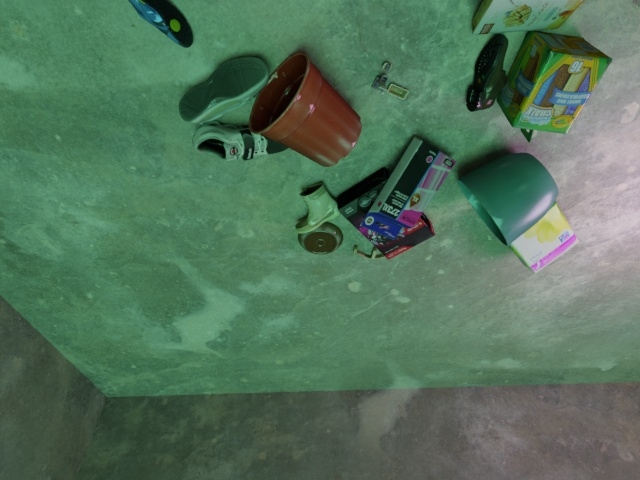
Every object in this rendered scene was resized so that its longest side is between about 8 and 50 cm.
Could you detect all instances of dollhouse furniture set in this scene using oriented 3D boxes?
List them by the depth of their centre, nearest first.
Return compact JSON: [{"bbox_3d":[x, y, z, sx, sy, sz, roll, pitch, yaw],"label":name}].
[{"bbox_3d":[0.229,-0.475,1.257,0.114,0.081,0.091,17,133,-16],"label":"dollhouse furniture set"}]

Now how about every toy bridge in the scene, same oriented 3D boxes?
[{"bbox_3d":[0.239,0.058,1.830,0.188,0.026,0.063,5,137,-4],"label":"toy bridge"}]

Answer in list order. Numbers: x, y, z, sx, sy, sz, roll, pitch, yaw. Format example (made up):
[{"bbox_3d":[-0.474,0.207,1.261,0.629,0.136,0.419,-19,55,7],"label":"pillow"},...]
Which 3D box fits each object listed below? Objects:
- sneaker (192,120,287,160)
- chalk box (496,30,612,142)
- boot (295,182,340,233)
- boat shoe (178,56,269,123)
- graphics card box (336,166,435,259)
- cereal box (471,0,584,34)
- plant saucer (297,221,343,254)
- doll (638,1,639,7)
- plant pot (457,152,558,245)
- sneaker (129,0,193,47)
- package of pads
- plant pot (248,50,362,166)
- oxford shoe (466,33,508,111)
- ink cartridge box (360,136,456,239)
[{"bbox_3d":[-0.265,-0.318,1.380,0.331,0.146,0.122,1,134,-2],"label":"sneaker"},{"bbox_3d":[0.661,-0.439,1.219,0.179,0.180,0.289,6,134,-6],"label":"chalk box"},{"bbox_3d":[-0.041,-0.127,1.614,0.213,0.077,0.165,-27,130,18],"label":"boot"},{"bbox_3d":[-0.292,-0.459,1.275,0.320,0.103,0.118,-25,85,20],"label":"boat shoe"},{"bbox_3d":[0.265,-0.095,1.629,0.233,0.094,0.371,-30,127,25],"label":"graphics card box"},{"bbox_3d":[0.543,-0.611,1.072,0.240,0.047,0.173,-3,178,4],"label":"cereal box"},{"bbox_3d":[0.000,0.000,1.770,0.199,0.036,0.198,1,135,1],"label":"plant saucer"},{"bbox_3d":[0.915,-0.662,1.085,0.129,0.046,0.189,-27,129,24],"label":"doll"},{"bbox_3d":[0.667,-0.166,1.432,0.235,0.293,0.293,-36,126,14],"label":"plant pot"},{"bbox_3d":[-0.450,-0.626,1.139,0.082,0.069,0.209,7,157,43],"label":"sneaker"},{"bbox_3d":[0.880,-0.021,1.659,0.229,0.101,0.296,-40,123,15],"label":"package of pads"},{"bbox_3d":[-0.031,-0.376,1.252,0.265,0.272,0.272,28,129,-35],"label":"plant pot"},{"bbox_3d":[0.521,-0.506,1.237,0.096,0.082,0.227,-9,139,-13],"label":"oxford shoe"},{"bbox_3d":[0.313,-0.169,1.474,0.176,0.069,0.370,21,112,-29],"label":"ink cartridge box"}]
